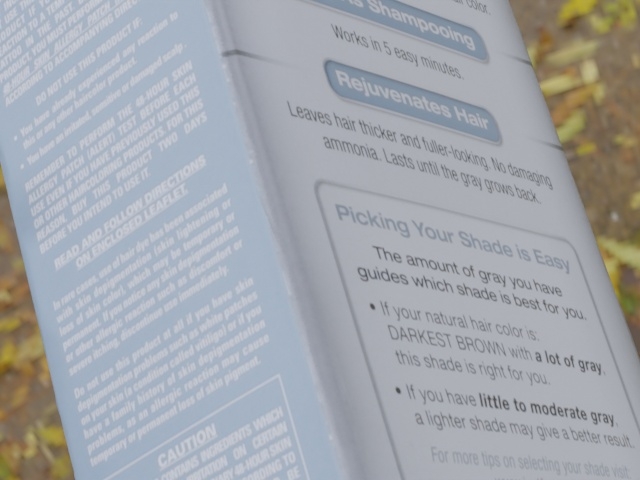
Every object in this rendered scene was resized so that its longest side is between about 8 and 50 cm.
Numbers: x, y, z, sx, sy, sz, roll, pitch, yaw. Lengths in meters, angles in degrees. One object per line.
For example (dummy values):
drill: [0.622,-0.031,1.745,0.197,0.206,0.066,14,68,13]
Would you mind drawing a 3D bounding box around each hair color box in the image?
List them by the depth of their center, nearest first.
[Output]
hair color box: [0.000,0.000,0.687,0.113,0.185,0.374,-33,62,33]
